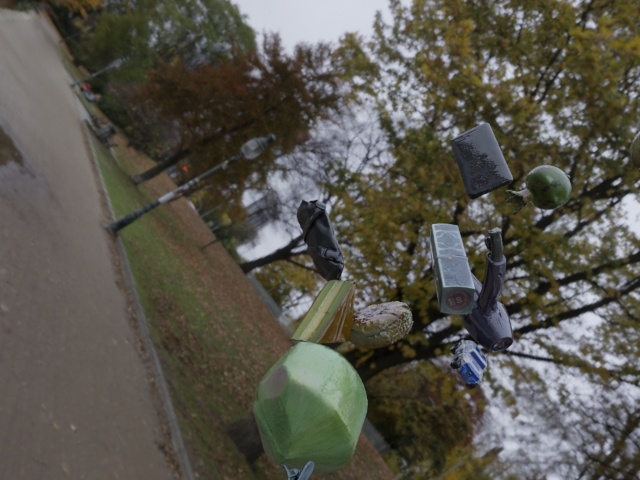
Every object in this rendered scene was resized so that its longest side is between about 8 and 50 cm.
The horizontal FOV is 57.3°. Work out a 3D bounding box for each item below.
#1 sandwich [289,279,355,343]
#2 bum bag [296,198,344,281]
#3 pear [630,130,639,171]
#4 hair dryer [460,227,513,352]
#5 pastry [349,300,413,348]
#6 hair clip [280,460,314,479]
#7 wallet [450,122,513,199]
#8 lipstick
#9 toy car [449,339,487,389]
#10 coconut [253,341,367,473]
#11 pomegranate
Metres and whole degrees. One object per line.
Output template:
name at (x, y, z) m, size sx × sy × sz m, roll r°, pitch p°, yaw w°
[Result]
sandwich at (0.009, 0.197, 1.650) m, size 0.117 × 0.187 × 0.144 m, roll -3°, pitch -12°, yaw 44°
bum bag at (0.000, 0.000, 1.947) m, size 0.142 × 0.080 × 0.326 m, roll -37°, pitch -110°, yaw 49°
pear at (0.894, -0.231, 1.520) m, size 0.167 × 0.136 × 0.167 m, roll 19°, pitch 15°, yaw -5°
hair dryer at (0.427, 0.088, 1.536) m, size 0.361 × 0.121 × 0.301 m, roll 89°, pitch -16°, yaw -47°
pastry at (0.169, 0.250, 1.721) m, size 0.182 × 0.193 × 0.093 m, roll 2°, pitch -67°, yaw 56°
hair clip at (-0.050, 0.541, 1.134) m, size 0.229 × 0.070 × 0.039 m, roll -89°, pitch 166°, yaw -47°
wallet at (0.446, -0.228, 1.642) m, size 0.025 × 0.124 × 0.244 m, roll 46°, pitch 28°, yaw -43°
lipstick at (0.295, 0.056, 1.340) m, size 0.289 × 0.078 × 0.076 m, roll -81°, pitch 171°, yaw -62°
toy car at (0.379, 0.305, 1.489) m, size 0.080 × 0.070 × 0.171 m, roll 53°, pitch 17°, yaw 0°
coconut at (-0.031, 0.425, 1.453) m, size 0.282 × 0.328 × 0.328 m, roll 19°, pitch -22°, yaw 11°
pomegranate at (0.735, -0.168, 1.978) m, size 0.156 × 0.220 × 0.156 m, roll 50°, pitch 29°, yaw -42°
